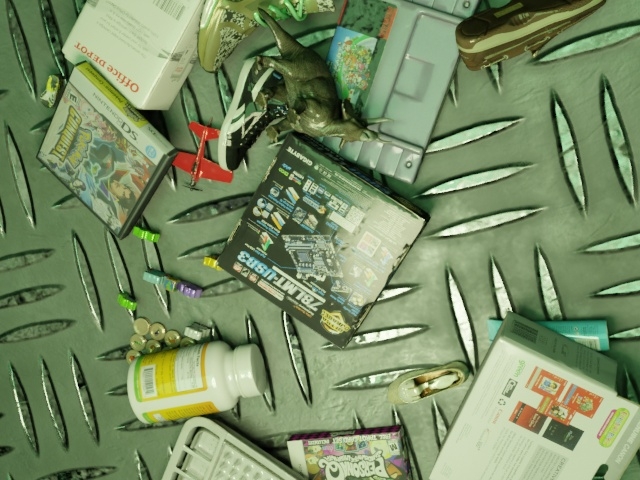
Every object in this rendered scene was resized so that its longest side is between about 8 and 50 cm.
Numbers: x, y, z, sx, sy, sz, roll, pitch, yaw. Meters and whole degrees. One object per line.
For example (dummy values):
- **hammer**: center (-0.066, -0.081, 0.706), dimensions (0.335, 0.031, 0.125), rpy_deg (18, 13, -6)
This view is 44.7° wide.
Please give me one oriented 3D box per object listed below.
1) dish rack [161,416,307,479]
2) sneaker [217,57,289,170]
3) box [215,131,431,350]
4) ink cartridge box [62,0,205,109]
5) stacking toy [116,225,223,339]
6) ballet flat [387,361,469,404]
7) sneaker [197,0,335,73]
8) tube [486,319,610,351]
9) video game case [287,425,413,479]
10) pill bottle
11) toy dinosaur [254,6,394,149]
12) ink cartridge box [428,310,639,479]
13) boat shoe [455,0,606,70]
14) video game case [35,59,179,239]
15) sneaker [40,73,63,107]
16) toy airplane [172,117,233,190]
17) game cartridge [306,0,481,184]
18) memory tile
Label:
- **dish rack**: center (-0.156, 0.522, 1.543), dimensions (0.332, 0.072, 0.286), rpy_deg (29, 109, 18)
- **sneaker**: center (-0.110, -0.222, 1.453), dimensions (0.121, 0.079, 0.217), rpy_deg (19, 101, 15)
- **box**: center (0.000, 0.000, 1.419), dimensions (0.295, 0.073, 0.293), rpy_deg (33, 110, 8)
- **ink cartridge box**: center (-0.325, -0.417, 1.470), dimensions (0.207, 0.117, 0.283), rpy_deg (36, 106, 9)
- **stacking toy**: center (-0.298, 0.084, 1.566), dimensions (0.221, 0.052, 0.167), rpy_deg (21, 101, 15)
- **ballet flat**: center (0.194, 0.266, 1.441), dimensions (0.168, 0.052, 0.057), rpy_deg (-26, 90, 18)
- **sneaker**: center (-0.065, -0.444, 1.381), dimensions (0.182, 0.158, 0.410), rpy_deg (41, 108, 2)
- **tube**: center (0.400, 0.173, 1.373), dimensions (0.207, 0.052, 0.080), rpy_deg (-6, 93, 21)
- **video game case**: center (0.065, 0.473, 1.511), dimensions (0.232, 0.042, 0.210), rpy_deg (-9, 96, 17)
- **pill bottle**: center (-0.237, 0.272, 1.518), dimensions (0.245, 0.136, 0.136), rpy_deg (-12, 94, 10)
- **toy dinosaur**: center (-0.027, -0.260, 1.351), dimensions (0.314, 0.160, 0.121), rpy_deg (58, 142, 16)
- **ink cartridge box**: center (0.375, 0.326, 1.333), dimensions (0.271, 0.130, 0.310), rpy_deg (26, 113, 11)
- **boat shoe**: center (0.353, -0.360, 1.306), dimensions (0.257, 0.095, 0.095), rpy_deg (-18, 47, 6)
- **video game case**: center (-0.422, -0.166, 1.510), dimensions (0.248, 0.035, 0.275), rpy_deg (44, 131, 2)
- **sneaker**: center (-0.547, -0.307, 1.597), dimensions (0.031, 0.035, 0.083), rpy_deg (37, 127, -2)
- **toy airplane**: center (-0.234, -0.167, 1.523), dimensions (0.151, 0.028, 0.151), rpy_deg (2, 98, 14)
- **game cartridge**: center (0.120, -0.304, 1.388), dimensions (0.230, 0.068, 0.355), rpy_deg (21, 102, 9)
- **memory tile**: center (-0.330, 0.231, 1.611), dimensions (0.148, 0.012, 0.113), rpy_deg (21, 102, 13)
